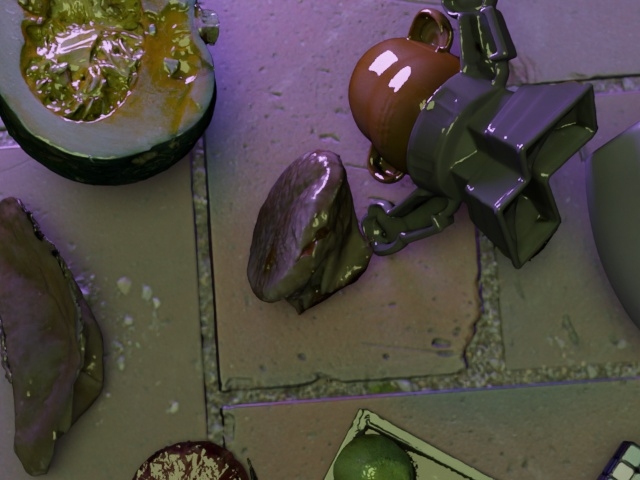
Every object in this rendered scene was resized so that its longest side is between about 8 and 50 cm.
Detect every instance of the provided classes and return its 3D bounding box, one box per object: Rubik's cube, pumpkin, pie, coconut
[{"bbox_3d":[0.354,0.284,1.767,0.092,0.092,0.092,34,88,9],"label":"Rubik's cube"},{"bbox_3d":[-0.249,-0.200,1.837,0.263,0.197,0.292,-7,76,-7],"label":"pumpkin"},{"bbox_3d":[-0.152,0.307,1.845,0.155,0.036,0.154,-1,83,6],"label":"pie"},{"bbox_3d":[0.058,0.260,1.792,0.088,0.096,0.087,-6,103,-29],"label":"coconut"}]

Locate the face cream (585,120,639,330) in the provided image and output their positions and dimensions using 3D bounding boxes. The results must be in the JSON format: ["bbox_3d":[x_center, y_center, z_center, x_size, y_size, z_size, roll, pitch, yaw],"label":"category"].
[{"bbox_3d":[0.471,0.003,1.717,0.312,0.219,0.357,-34,86,18],"label":"face cream"}]

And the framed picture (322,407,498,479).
[{"bbox_3d":[0.112,0.336,1.826,0.252,0.014,0.197,27,87,8],"label":"framed picture"}]

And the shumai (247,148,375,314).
[{"bbox_3d":[0.000,0.000,1.810,0.120,0.201,0.201,23,86,-19],"label":"shumai"}]

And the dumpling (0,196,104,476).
[{"bbox_3d":[-0.306,0.100,1.861,0.166,0.086,0.332,-17,81,36],"label":"dumpling"}]

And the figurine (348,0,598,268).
[{"bbox_3d":[0.147,-0.130,1.775,0.285,0.167,0.342,31,93,34],"label":"figurine"}]

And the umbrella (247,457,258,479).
[{"bbox_3d":[-0.064,0.323,1.842,0.022,0.022,0.148,-14,82,-10],"label":"umbrella"}]
